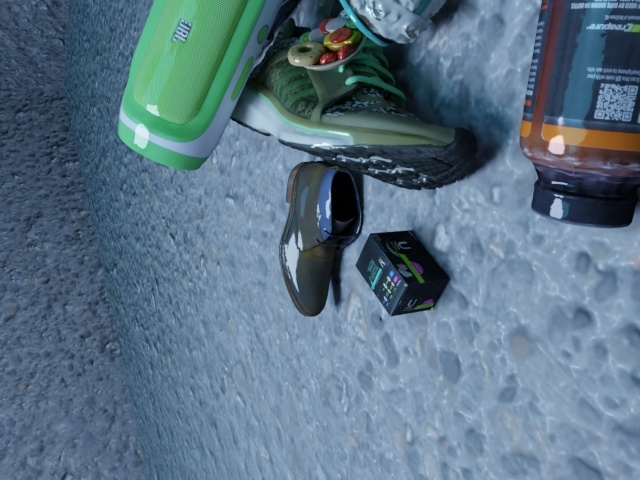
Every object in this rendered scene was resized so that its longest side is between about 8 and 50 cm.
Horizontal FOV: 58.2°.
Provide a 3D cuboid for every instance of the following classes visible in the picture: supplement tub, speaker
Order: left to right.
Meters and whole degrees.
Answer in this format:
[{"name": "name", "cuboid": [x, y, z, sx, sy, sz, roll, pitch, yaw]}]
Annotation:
[{"name": "speaker", "cuboid": [-0.135, -0.238, 0.679, 0.131, 0.131, 0.297, 47, 116, 45]}, {"name": "supplement tub", "cuboid": [0.198, -0.112, 0.396, 0.106, 0.106, 0.198, 30, 120, 54]}]

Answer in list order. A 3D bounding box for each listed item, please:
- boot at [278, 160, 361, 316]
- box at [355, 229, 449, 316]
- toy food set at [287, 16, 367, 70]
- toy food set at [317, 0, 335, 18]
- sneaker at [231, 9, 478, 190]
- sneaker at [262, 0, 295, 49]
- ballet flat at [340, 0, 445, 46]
[{"name": "boot", "cuboid": [0.000, 0.000, 0.774, 0.106, 0.082, 0.220, 4, 97, 62]}, {"name": "box", "cuboid": [0.090, 0.035, 0.645, 0.083, 0.062, 0.052, 56, 138, 38]}, {"name": "toy food set", "cuboid": [0.010, -0.213, 0.619, 0.083, 0.083, 0.020, 8, 145, 31]}, {"name": "toy food set", "cuboid": [-0.069, -0.387, 0.734, 0.217, 0.071, 0.128, 33, 118, 17]}, {"name": "sneaker", "cuboid": [0.022, -0.184, 0.664, 0.410, 0.158, 0.182, 31, 104, 48]}, {"name": "sneaker", "cuboid": [-0.123, -0.364, 0.895, 0.321, 0.127, 0.126, -19, 82, 34]}, {"name": "ballet flat", "cuboid": [0.034, -0.388, 0.619, 0.409, 0.146, 0.147, 64, 144, 21]}]
